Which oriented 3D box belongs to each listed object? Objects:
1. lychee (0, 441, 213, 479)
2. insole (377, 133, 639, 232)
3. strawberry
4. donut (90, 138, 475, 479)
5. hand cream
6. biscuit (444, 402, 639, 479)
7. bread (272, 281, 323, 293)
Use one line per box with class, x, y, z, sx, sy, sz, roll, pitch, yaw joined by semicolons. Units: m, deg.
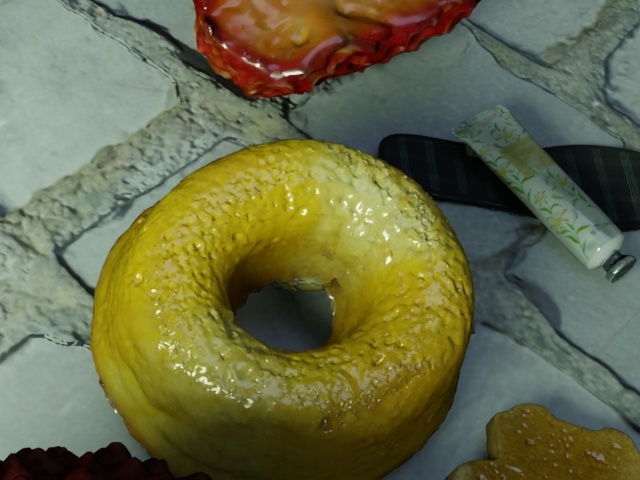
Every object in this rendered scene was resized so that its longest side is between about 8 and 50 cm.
lychee;-0.138;0.245;0.695;0.306;0.306;0.330;39;49;17
insole;0.198;-0.057;1.298;0.309;0.012;0.110;7;48;-14
strawberry;0.001;-0.238;1.317;0.265;0.149;0.336;35;57;5
donut;-0.018;0.044;1.015;0.277;0.108;0.278;6;61;-11
hand cream;0.196;-0.043;1.251;0.067;0.042;0.194;-29;67;-27
biscuit;0.160;0.216;1.011;0.166;0.036;0.225;17;48;-3
bread;0.000;0.000;1.146;0.072;0.053;0.106;27;47;21
